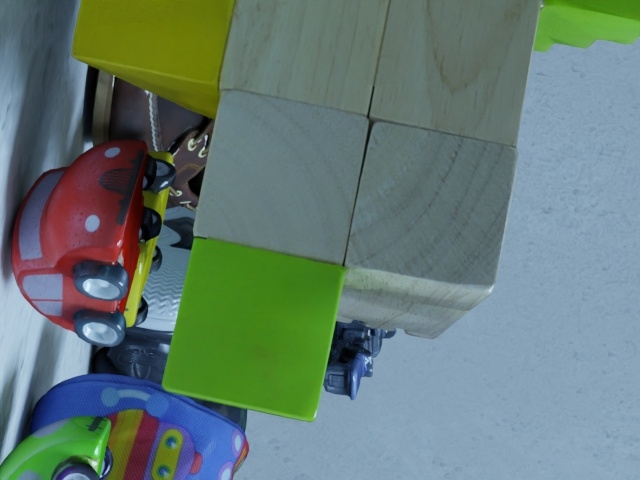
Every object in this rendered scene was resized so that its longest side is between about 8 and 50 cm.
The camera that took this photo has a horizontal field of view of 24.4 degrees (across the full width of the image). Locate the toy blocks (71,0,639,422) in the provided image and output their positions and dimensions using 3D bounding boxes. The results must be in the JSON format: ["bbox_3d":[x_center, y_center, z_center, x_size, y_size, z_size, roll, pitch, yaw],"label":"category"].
[{"bbox_3d":[0.025,-0.110,0.604,0.261,0.190,0.381,109,-8,-80],"label":"toy blocks"}]

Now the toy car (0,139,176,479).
[{"bbox_3d":[-0.114,0.063,0.666,0.239,0.053,0.225,-130,-128,-87],"label":"toy car"}]

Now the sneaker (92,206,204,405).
[{"bbox_3d":[-0.122,0.056,1.175,0.268,0.101,0.153,-71,174,-70],"label":"sneaker"}]

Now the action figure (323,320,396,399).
[{"bbox_3d":[0.000,0.000,1.360,0.341,0.330,0.179,-88,-170,-71],"label":"action figure"}]

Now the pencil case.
[{"bbox_3d":[-0.118,0.221,0.751,0.133,0.119,0.306,132,-29,-62],"label":"pencil case"}]

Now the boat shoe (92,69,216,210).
[{"bbox_3d":[-0.089,-0.067,0.834,0.207,0.073,0.073,109,-8,-76],"label":"boat shoe"}]

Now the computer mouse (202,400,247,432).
[{"bbox_3d":[-0.111,0.131,1.347,0.272,0.072,0.189,-139,-129,-73],"label":"computer mouse"}]
